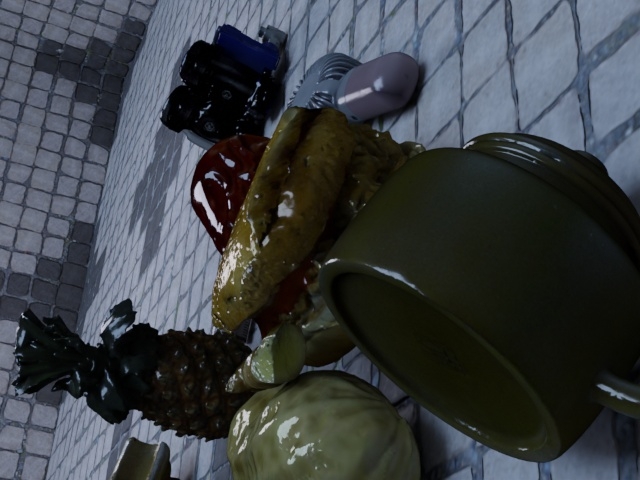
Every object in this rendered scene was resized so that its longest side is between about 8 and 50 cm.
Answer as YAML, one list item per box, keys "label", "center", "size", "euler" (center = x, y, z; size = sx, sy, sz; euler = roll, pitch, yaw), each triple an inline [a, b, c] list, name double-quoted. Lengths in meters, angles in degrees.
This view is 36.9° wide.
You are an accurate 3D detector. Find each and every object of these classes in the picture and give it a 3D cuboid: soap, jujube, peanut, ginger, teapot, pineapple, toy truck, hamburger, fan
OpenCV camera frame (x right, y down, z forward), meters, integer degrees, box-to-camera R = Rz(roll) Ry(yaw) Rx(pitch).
- label: "soap"
  center: [-0.286, 0.430, 1.380]
  size: [0.258, 0.080, 0.160]
  euler: [-75, -4, -53]
- label: "jujube"
  center: [-0.076, -0.037, 1.180]
  size: [0.155, 0.155, 0.230]
  euler: [-65, 26, 25]
- label: "peanut"
  center: [-0.009, 0.192, 0.869]
  size: [0.305, 0.146, 0.147]
  euler: [141, 140, -66]
- label: "ginger"
  center: [-0.045, 0.109, 0.831]
  size: [0.058, 0.044, 0.137]
  euler: [-64, 8, -28]
- label: "teapot"
  center: [0.127, 0.017, 0.582]
  size: [0.267, 0.186, 0.175]
  euler: [24, 67, 41]
- label: "pineapple"
  center: [-0.234, 0.159, 1.225]
  size: [0.141, 0.309, 0.170]
  euler: [-121, 50, -62]
- label: "toy truck"
  center: [-0.147, -0.250, 1.572]
  size: [0.213, 0.161, 0.177]
  euler: [-59, 5, 38]
- label: "hamburger"
  center: [0.000, 0.000, 0.898]
  size: [0.244, 0.162, 0.245]
  euler: [-159, 90, -82]
- label: "fan"
  center: [0.036, -0.161, 1.100]
  size: [0.244, 0.074, 0.130]
  euler: [-4, 61, 64]

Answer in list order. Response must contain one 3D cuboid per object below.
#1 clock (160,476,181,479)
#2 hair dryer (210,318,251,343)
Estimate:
- label: "clock"
  center: [-0.221, 0.460, 1.214]
  size: [0.318, 0.080, 0.319]
  euler: [12, -90, -85]
- label: "hair dryer"
  center: [-0.077, 0.031, 1.278]
  size: [0.220, 0.053, 0.195]
  euler: [156, 127, -64]
